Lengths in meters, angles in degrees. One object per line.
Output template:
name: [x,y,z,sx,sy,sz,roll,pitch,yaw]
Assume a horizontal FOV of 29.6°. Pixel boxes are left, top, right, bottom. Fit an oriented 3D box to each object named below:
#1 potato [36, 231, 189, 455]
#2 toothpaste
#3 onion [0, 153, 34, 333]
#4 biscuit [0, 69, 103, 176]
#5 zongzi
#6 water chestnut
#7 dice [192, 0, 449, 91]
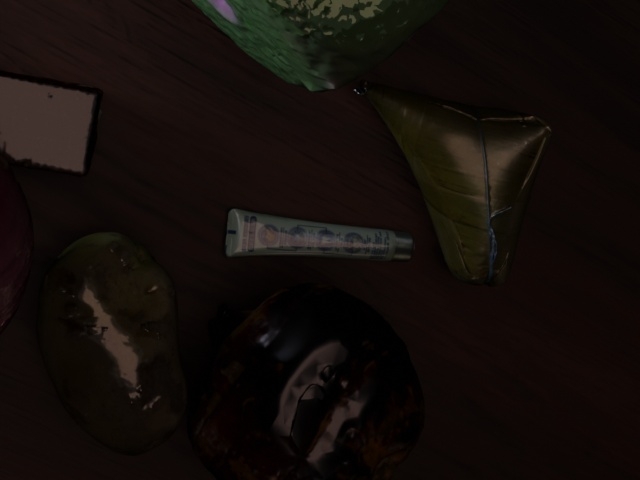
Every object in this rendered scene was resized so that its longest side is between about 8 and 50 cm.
potato: [-0.240,0.120,1.394,0.165,0.165,0.262,-9,98,-16]
toothpaste: [0.000,0.000,1.508,0.239,0.039,0.062,4,93,-16]
onion: [-0.463,0.009,1.196,0.358,0.358,0.345,8,60,-18]
biscuit: [-0.374,-0.140,1.354,0.252,0.070,0.106,8,96,-18]
zongzi: [0.142,-0.068,1.506,0.256,0.115,0.228,12,99,-12]
water chestnut: [-0.020,0.182,1.428,0.289,0.244,0.289,-3,97,-24]
dice: [-0.005,-0.374,1.297,0.330,0.318,0.322,-46,109,-6]
